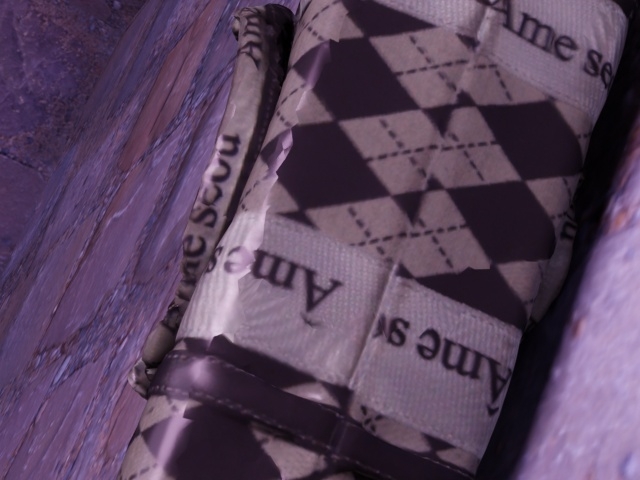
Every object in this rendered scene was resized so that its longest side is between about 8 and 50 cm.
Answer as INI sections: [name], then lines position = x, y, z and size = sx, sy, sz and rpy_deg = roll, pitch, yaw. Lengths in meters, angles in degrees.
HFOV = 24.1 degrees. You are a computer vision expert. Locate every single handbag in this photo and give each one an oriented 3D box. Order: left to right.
[handbag]
position = 0.000, 0.000, 0.755
size = 0.416, 0.180, 0.317
rpy_deg = -69, 11, -20
